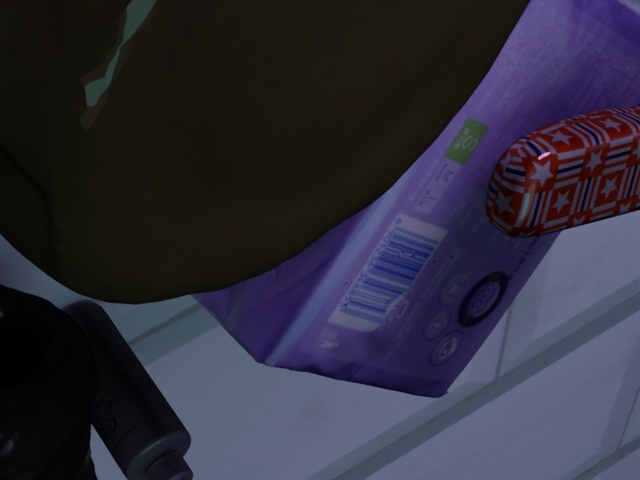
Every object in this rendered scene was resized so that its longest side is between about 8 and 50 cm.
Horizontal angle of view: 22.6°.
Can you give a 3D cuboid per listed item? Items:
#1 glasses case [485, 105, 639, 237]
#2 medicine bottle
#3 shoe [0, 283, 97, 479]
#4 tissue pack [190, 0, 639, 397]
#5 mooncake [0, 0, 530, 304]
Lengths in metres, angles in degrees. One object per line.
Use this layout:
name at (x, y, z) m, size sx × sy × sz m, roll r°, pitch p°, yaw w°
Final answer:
glasses case at (0.183, -0.052, 1.077) m, size 0.194 × 0.049 × 0.073 m, roll -13°, pitch 125°, yaw -40°
medicine bottle at (-0.136, 0.134, 1.180) m, size 0.057 × 0.199 × 0.057 m, roll -29°, pitch 153°, yaw -17°
shoe at (-0.241, 0.142, 1.097) m, size 0.237 × 0.171 × 0.384 m, roll -41°, pitch 145°, yaw 14°
tissue pack at (0.076, -0.072, 1.127) m, size 0.242 × 0.160 × 0.338 m, roll 17°, pitch 109°, yaw -53°
mooncake at (-0.045, -0.165, 0.780) m, size 0.378 × 0.201 × 0.378 m, roll -41°, pitch 156°, yaw -23°
